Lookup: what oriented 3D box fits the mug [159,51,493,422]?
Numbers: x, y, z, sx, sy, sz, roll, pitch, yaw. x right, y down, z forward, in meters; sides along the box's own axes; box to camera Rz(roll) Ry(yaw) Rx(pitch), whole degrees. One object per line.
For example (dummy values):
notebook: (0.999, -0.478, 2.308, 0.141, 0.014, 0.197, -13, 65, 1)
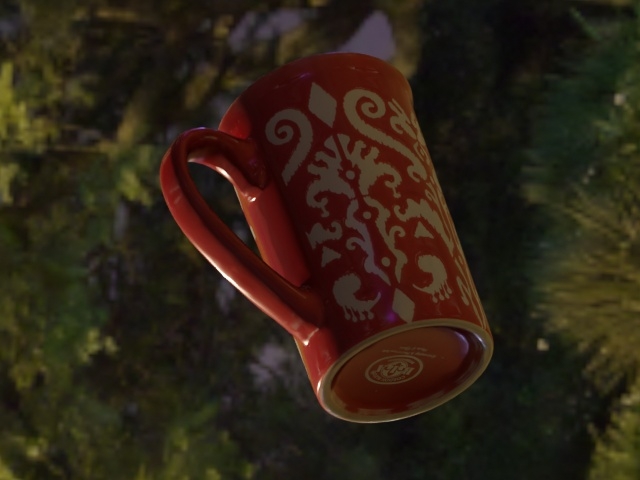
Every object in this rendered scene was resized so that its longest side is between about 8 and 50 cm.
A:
mug: (0.002, 0.005, 0.738, 0.113, 0.150, 0.169, 88, 165, -54)
